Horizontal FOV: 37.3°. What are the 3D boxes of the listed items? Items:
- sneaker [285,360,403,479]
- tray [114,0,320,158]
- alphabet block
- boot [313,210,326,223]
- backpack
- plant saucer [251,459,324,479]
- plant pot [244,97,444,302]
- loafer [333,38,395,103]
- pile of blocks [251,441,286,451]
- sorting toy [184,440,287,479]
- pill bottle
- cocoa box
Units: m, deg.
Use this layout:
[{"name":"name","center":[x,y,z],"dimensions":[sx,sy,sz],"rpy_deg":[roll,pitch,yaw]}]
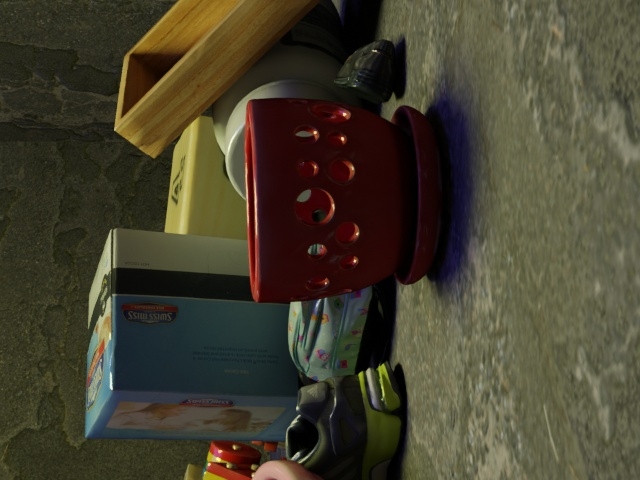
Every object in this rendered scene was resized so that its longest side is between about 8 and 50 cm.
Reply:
[{"name":"sneaker","center":[0.018,0.254,1.118],"dimensions":[0.111,0.121,0.300],"rpy_deg":[-97,10,-50]},{"name":"tray","center":[-0.097,-0.302,1.203],"dimensions":[0.411,0.076,0.203],"rpy_deg":[-40,32,22]},{"name":"alphabet block","center":[-0.136,-0.063,1.486],"dimensions":[0.193,0.192,0.197],"rpy_deg":[150,128,-67]},{"name":"boot","center":[0.000,0.000,1.485],"dimensions":[0.198,0.076,0.137],"rpy_deg":[104,159,-68]},{"name":"backpack","center":[0.020,0.085,1.131],"dimensions":[0.152,0.115,0.182],"rpy_deg":[-95,10,-52]},{"name":"plant saucer","center":[-0.007,0.399,1.000],"dimensions":[0.332,0.084,0.332],"rpy_deg":[179,90,-69]},{"name":"plant pot","center":[0.017,-0.037,0.888],"dimensions":[0.191,0.174,0.191],"rpy_deg":[180,90,-83]},{"name":"loafer","center":[0.057,-0.194,1.085],"dimensions":[0.170,0.062,0.061],"rpy_deg":[-136,68,-76]},{"name":"pile of blocks","center":[-0.082,0.280,1.578],"dimensions":[0.362,0.149,0.113],"rpy_deg":[44,-131,-48]},{"name":"sorting toy","center":[-0.088,0.404,1.531],"dimensions":[0.257,0.255,0.089],"rpy_deg":[-160,85,-83]},{"name":"pill bottle","center":[-0.050,-0.208,1.314],"dimensions":[0.361,0.204,0.204],"rpy_deg":[-98,10,-52]},{"name":"cocoa box","center":[-0.138,0.144,1.319],"dimensions":[0.231,0.347,0.228],"rpy_deg":[129,142,-56]}]
